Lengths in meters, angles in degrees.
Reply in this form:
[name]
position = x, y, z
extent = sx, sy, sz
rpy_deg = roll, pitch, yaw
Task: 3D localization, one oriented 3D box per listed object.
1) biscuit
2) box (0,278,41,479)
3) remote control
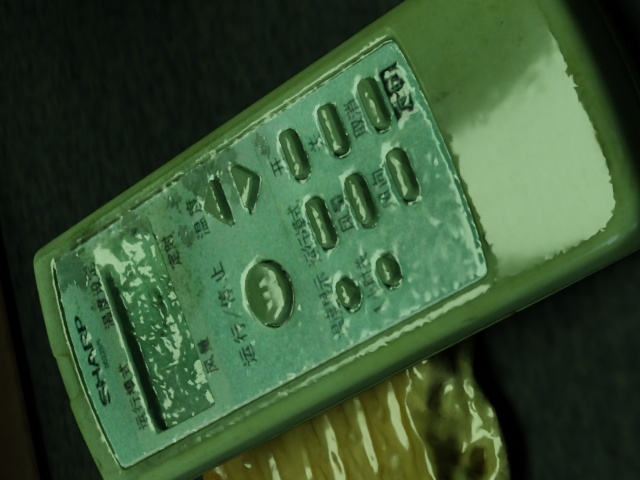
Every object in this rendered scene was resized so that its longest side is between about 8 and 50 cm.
[biscuit]
position = 0.011, 0.084, 0.607
extent = 0.144, 0.033, 0.224
rpy_deg = -29, 73, 49
[box]
position = -0.287, 0.083, 0.915
extent = 0.344, 0.122, 0.385
rpy_deg = -13, 88, 52
[remote control]
position = 0.000, 0.000, 0.553
extent = 0.233, 0.038, 0.098
rpy_deg = -31, 72, 36
